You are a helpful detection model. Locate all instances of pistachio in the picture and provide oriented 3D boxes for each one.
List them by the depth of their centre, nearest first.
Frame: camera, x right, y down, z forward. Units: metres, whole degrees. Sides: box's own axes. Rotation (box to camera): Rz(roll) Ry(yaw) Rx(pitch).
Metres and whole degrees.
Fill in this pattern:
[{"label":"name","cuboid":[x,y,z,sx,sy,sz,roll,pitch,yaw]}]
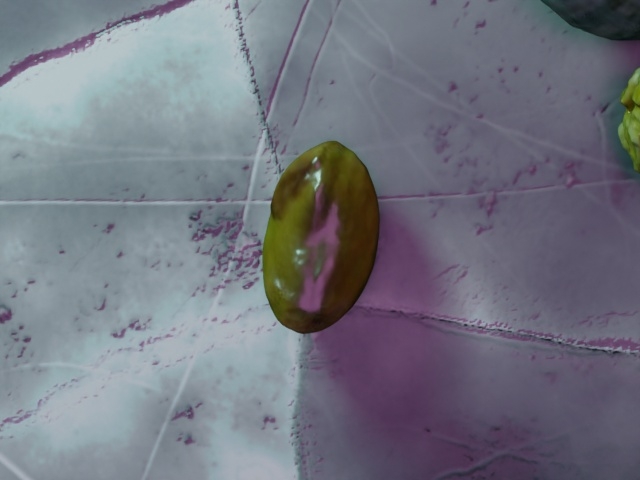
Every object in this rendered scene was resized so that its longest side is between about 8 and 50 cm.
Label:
[{"label":"pistachio","cuboid":[0.003,-0.001,1.829,0.110,0.100,0.189,8,85,-21]}]

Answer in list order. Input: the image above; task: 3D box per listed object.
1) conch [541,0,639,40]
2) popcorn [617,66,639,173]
[{"label":"conch","cuboid":[0.284,-0.300,1.768,0.220,0.195,0.277,-35,68,-16]},{"label":"popcorn","cuboid":[0.381,-0.129,1.771,0.195,0.168,0.174,-16,67,-4]}]
